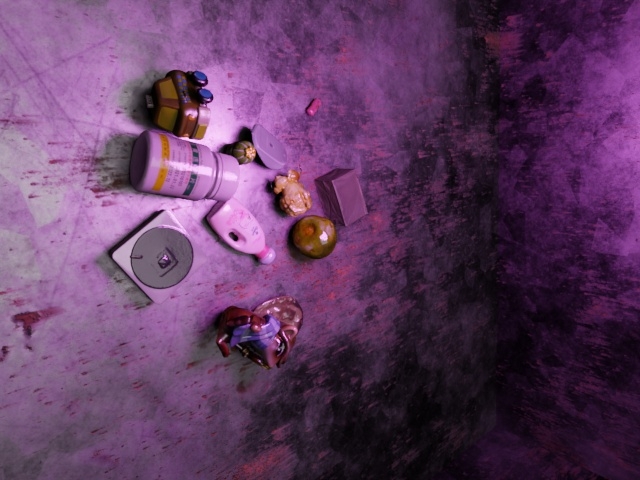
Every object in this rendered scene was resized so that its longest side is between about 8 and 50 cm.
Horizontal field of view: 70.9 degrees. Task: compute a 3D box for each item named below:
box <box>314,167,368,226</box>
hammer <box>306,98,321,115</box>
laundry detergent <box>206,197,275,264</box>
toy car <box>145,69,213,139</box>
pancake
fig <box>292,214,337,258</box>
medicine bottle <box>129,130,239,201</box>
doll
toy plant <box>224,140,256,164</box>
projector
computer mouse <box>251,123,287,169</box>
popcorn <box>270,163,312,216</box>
[{"bbox_3d":[0.096,-0.206,2.111,0.149,0.155,0.231,-31,116,-29],"label":"box"},{"bbox_3d":[-0.030,-0.598,2.020,0.043,0.043,0.083,45,68,-34],"label":"hammer"},{"bbox_3d":[-0.311,-0.025,1.849,0.159,0.087,0.335,-50,124,-16],"label":"laundry detergent"},{"bbox_3d":[-0.496,-0.472,1.543,0.198,0.204,0.248,-2,59,-33],"label":"toy car"},{"bbox_3d":[-0.201,0.378,2.026,0.294,0.049,0.295,-9,105,-35],"label":"pancake"},{"bbox_3d":[0.000,0.000,2.056,0.275,0.206,0.206,40,71,-58],"label":"fig"},{"bbox_3d":[-0.477,-0.250,1.603,0.339,0.208,0.208,7,92,-39],"label":"medicine bottle"},{"bbox_3d":[-0.264,0.393,1.811,0.339,0.318,0.209,26,60,-27],"label":"doll"},{"bbox_3d":[-0.310,-0.341,1.753,0.092,0.162,0.093,-6,99,-39],"label":"toy plant"},{"bbox_3d":[-0.586,0.058,1.645,0.257,0.079,0.259,-46,122,-24],"label":"projector"},{"bbox_3d":[-0.221,-0.375,1.849,0.231,0.079,0.128,39,41,-50],"label":"computer mouse"},{"bbox_3d":[-0.116,-0.204,1.946,0.195,0.173,0.168,63,17,2],"label":"popcorn"}]
